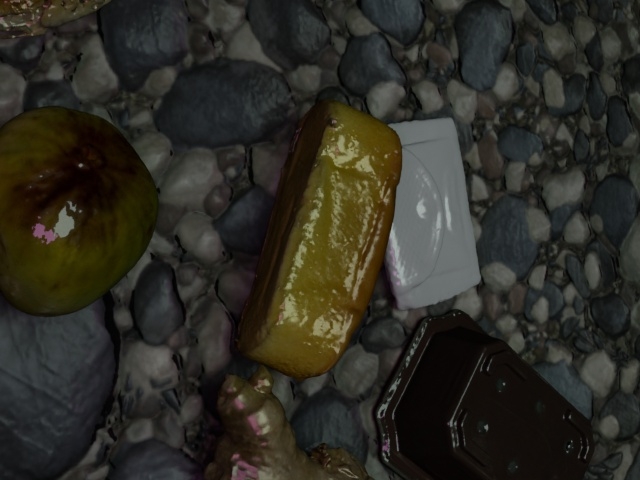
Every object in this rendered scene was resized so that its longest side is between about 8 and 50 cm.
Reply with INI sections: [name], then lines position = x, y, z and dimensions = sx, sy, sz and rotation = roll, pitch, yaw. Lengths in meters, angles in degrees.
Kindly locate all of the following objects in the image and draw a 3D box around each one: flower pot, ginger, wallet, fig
[flower pot]
position = 0.180, 0.191, 1.014
dimensions = 0.251, 0.084, 0.179
rotation = 41, 65, -26
[ginger]
position = -0.036, 0.212, 0.863
dimensions = 0.137, 0.074, 0.213
rotation = -52, 122, -18
[wallet]
position = 0.103, -0.028, 1.005
dimensions = 0.124, 0.032, 0.183
rotation = -13, 94, -38
[fig]
position = -0.187, -0.021, 0.741
dimensions = 0.136, 0.121, 0.153
rotation = 28, 72, -26

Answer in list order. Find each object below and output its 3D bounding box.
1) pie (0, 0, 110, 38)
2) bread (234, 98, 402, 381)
[pie]
position = -0.244, -0.287, 0.759
dimensions = 0.274, 0.055, 0.274
rotation = 1, 88, -30
[bread]
position = 0.000, 0.000, 0.890
dimensions = 0.094, 0.102, 0.245
rotation = 23, 72, -25
